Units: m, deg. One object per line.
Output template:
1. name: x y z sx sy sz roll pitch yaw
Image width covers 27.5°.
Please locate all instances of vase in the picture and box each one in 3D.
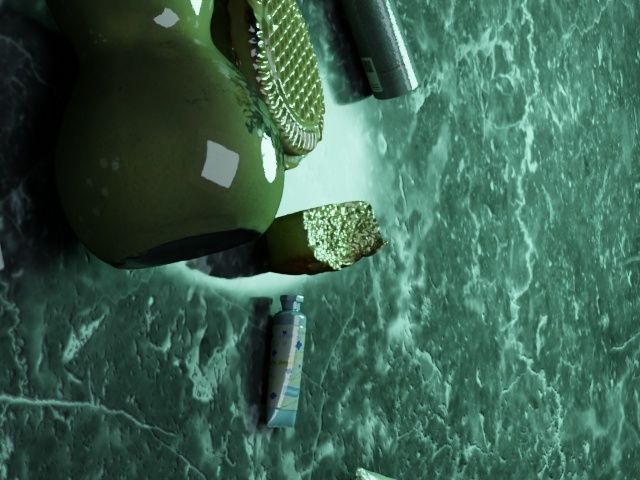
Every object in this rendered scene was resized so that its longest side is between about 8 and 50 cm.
1. vase: -0.166 -0.128 1.430 0.329 0.240 0.302 33 42 -80

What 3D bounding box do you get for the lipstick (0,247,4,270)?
1. lipstick: -0.344 -0.037 1.291 0.040 0.040 0.141 -19 101 -53

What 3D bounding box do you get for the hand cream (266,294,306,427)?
1. hand cream: -0.045 0.155 1.686 0.065 0.043 0.171 15 79 -57

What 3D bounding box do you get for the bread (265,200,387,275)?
1. bread: -0.004 0.001 1.690 0.156 0.125 0.086 -13 90 -39

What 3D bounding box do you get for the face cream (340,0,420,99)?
1. face cream: 0.067 -0.340 1.861 0.073 0.073 0.284 -46 123 -46

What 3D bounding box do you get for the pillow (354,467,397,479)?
1. pillow: 0.075 0.437 1.822 0.148 0.050 0.230 35 59 -55

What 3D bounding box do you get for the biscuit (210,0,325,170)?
1. biscuit: -0.063 -0.211 1.616 0.259 0.079 0.259 -12 90 -71
